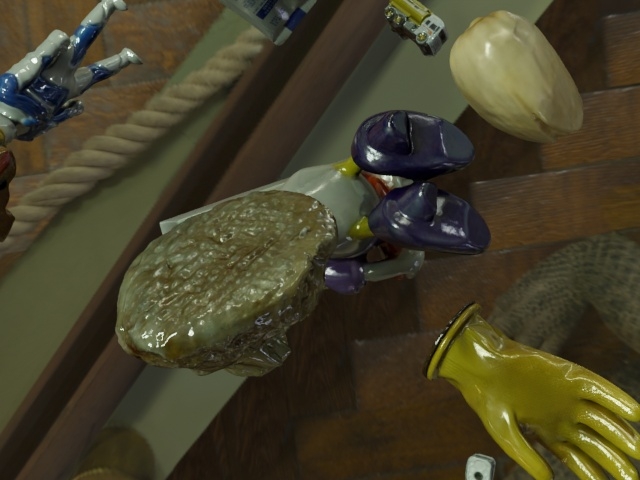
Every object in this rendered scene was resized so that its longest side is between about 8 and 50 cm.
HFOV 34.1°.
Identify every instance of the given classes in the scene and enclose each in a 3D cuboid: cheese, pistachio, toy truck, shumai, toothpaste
[{"bbox_3d":[0.249,0.460,1.720,0.127,0.049,0.235,11,107,23],"label":"cheese"},{"bbox_3d":[0.233,-0.183,1.241,0.117,0.145,0.200,-27,129,24],"label":"pistachio"},{"bbox_3d":[0.157,-0.360,1.718,0.063,0.052,0.123,-46,62,-2],"label":"toy truck"},{"bbox_3d":[-0.073,0.057,0.894,0.161,0.153,0.209,25,53,27],"label":"shumai"},{"bbox_3d":[-0.135,-0.381,1.498,0.266,0.061,0.096,28,118,-29],"label":"toothpaste"}]

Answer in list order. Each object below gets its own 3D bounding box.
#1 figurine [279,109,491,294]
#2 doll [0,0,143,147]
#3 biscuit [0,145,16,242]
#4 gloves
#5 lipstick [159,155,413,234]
[{"bbox_3d":[0.006,-0.002,1.108,0.193,0.421,0.154,-9,77,-22],"label":"figurine"},{"bbox_3d":[-0.270,-0.140,1.011,0.057,0.114,0.227,41,66,20],"label":"doll"},{"bbox_3d":[-0.292,-0.027,0.791,0.130,0.019,0.119,21,96,-44],"label":"biscuit"},{"bbox_3d":[0.281,0.206,1.315,0.294,0.116,0.133,35,130,21],"label":"gloves"},{"bbox_3d":[-0.034,-0.050,1.440,0.371,0.079,0.076,-21,99,-27],"label":"lipstick"}]
